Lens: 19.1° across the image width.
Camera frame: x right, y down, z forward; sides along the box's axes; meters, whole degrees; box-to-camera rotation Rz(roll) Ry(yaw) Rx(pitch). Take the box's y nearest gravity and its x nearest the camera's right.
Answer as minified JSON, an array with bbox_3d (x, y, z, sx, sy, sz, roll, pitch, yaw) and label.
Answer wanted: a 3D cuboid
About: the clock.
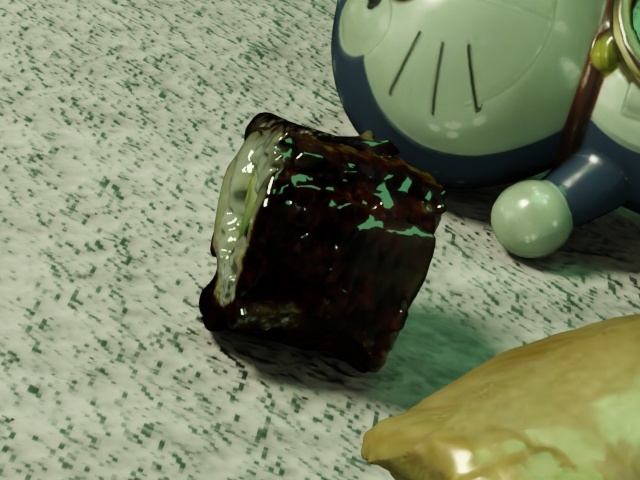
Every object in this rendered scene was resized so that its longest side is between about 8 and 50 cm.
[{"bbox_3d":[0.122,-0.084,0.960,0.243,0.199,0.146,21,-17,11],"label":"clock"}]

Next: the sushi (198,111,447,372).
[{"bbox_3d":[0.000,0.001,0.778,0.084,0.094,0.098,16,8,-11],"label":"sushi"}]

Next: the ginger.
[{"bbox_3d":[0.145,0.095,0.618,0.267,0.138,0.152,4,38,3],"label":"ginger"}]
